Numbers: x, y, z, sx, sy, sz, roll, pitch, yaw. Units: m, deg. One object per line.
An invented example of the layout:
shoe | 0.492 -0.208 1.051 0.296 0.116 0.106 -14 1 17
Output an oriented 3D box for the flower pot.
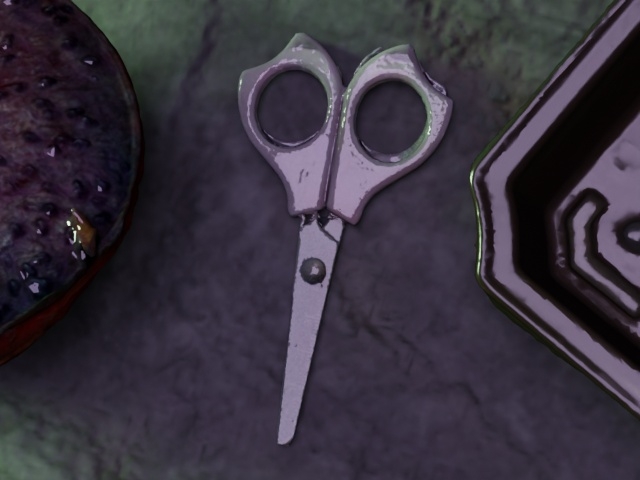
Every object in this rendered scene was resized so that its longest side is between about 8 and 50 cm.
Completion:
flower pot | 0.194 0.014 0.767 0.251 0.084 0.179 40 90 12

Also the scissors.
scissors | 0.000 0.000 0.832 0.100 0.015 0.189 9 86 10

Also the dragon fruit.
dragon fruit | -0.193 -0.016 0.810 0.218 0.148 0.223 -25 68 -27
